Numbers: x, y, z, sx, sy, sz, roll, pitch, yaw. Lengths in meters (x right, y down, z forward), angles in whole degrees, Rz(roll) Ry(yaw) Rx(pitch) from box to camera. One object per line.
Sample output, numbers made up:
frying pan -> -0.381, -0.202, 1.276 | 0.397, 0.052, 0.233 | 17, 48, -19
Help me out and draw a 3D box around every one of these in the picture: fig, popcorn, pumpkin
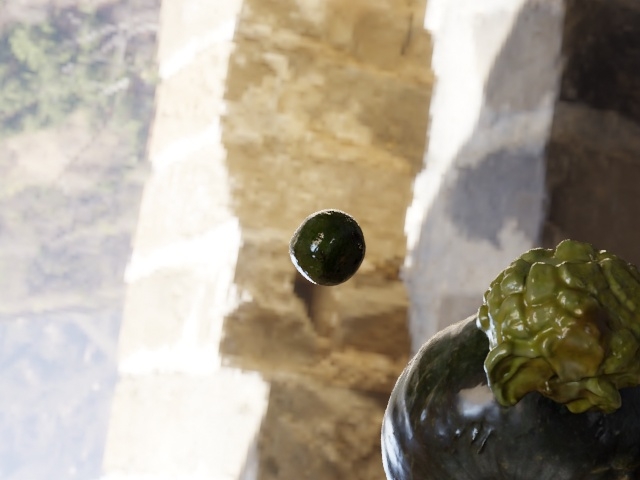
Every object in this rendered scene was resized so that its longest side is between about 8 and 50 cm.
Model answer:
fig -> 0.000, 0.000, 2.267 | 0.123, 0.123, 0.156 | 16, -165, -39
popcorn -> 0.308, 0.118, 1.755 | 0.235, 0.217, 0.181 | 31, 143, -1
pumpkin -> 0.307, 0.287, 2.025 | 0.454, 0.344, 0.454 | 11, 133, 13
